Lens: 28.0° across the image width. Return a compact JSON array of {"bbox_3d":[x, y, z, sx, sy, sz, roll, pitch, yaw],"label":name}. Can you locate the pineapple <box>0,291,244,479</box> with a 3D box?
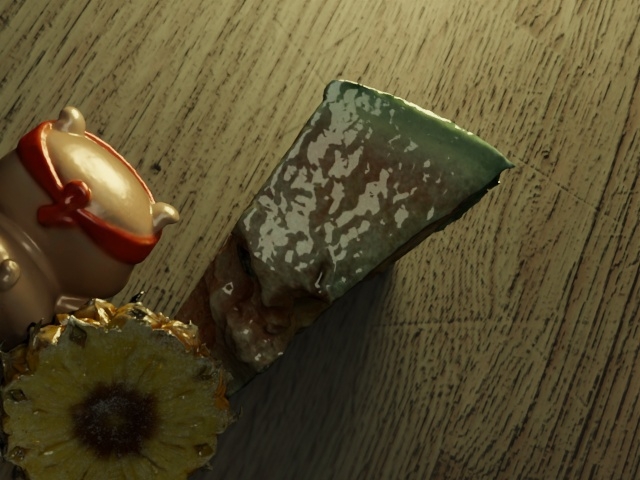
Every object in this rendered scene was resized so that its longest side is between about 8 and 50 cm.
[{"bbox_3d":[-0.167,0.145,1.052,0.221,0.047,0.221,-4,114,-10],"label":"pineapple"}]

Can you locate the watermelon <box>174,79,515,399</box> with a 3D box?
[{"bbox_3d":[-0.004,-0.015,1.129,0.302,0.264,0.151,-37,86,-26],"label":"watermelon"}]

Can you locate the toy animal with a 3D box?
[{"bbox_3d":[-0.235,-0.009,1.093,0.198,0.171,0.171,-41,89,-22],"label":"toy animal"}]
